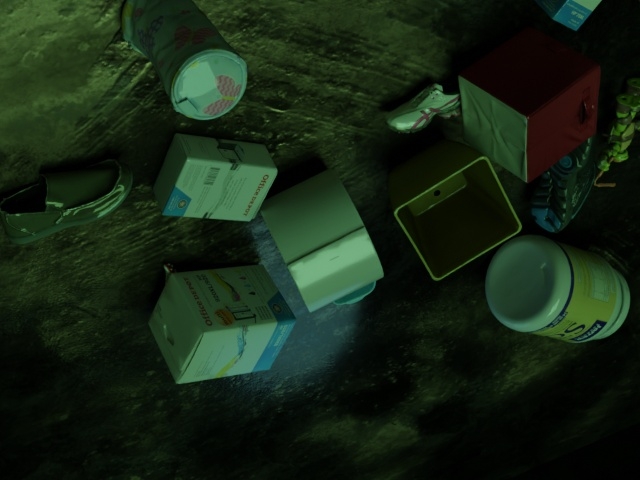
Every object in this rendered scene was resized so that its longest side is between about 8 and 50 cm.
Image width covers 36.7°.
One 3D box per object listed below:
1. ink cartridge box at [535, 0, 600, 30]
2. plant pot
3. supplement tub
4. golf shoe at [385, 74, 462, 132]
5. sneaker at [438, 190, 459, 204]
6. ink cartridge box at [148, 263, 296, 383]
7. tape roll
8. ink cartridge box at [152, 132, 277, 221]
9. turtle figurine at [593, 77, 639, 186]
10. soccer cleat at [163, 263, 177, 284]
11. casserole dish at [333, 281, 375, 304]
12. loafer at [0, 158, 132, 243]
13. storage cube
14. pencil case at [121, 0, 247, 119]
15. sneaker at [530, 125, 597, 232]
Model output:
[{"bbox_3d":[0.478,-0.513,1.727,0.078,0.134,0.231,13,126,-39],"label":"ink cartridge box"},{"bbox_3d":[0.256,-0.088,2.001,0.212,0.187,0.212,-31,125,5],"label":"plant pot"},{"bbox_3d":[0.601,0.128,2.425,0.331,0.241,0.241,15,125,-40],"label":"supplement tub"},{"bbox_3d":[0.206,-0.271,1.892,0.186,0.067,0.086,-24,136,-22],"label":"golf shoe"},{"bbox_3d":[0.258,-0.045,2.181,0.078,0.067,0.188,11,128,-18],"label":"sneaker"},{"bbox_3d":[-0.209,0.172,2.025,0.232,0.171,0.168,-5,138,-38],"label":"ink cartridge box"},{"bbox_3d":[0.000,0.000,1.923,0.169,0.246,0.246,-26,141,-3],"label":"tape roll"},{"bbox_3d":[-0.198,-0.115,1.807,0.190,0.082,0.140,3,132,-35],"label":"ink cartridge box"},{"bbox_3d":[0.691,-0.258,2.178,0.269,0.087,0.217,-35,143,-29],"label":"turtle figurine"},{"bbox_3d":[-0.309,0.078,1.997,0.035,0.029,0.083,-32,146,-2],"label":"soccer cleat"},{"bbox_3d":[0.066,0.076,2.212,0.114,0.037,0.188,-21,140,-9],"label":"casserole dish"},{"bbox_3d":[-0.449,-0.075,1.690,0.251,0.094,0.087,-27,146,-2],"label":"loafer"},{"bbox_3d":[0.404,-0.264,1.873,0.193,0.215,0.184,-35,142,-17],"label":"storage cube"},{"bbox_3d":[-0.212,-0.291,1.458,0.124,0.273,0.114,-29,136,-10],"label":"pencil case"},{"bbox_3d":[0.562,-0.181,2.188,0.139,0.125,0.341,-36,148,-31],"label":"sneaker"}]
